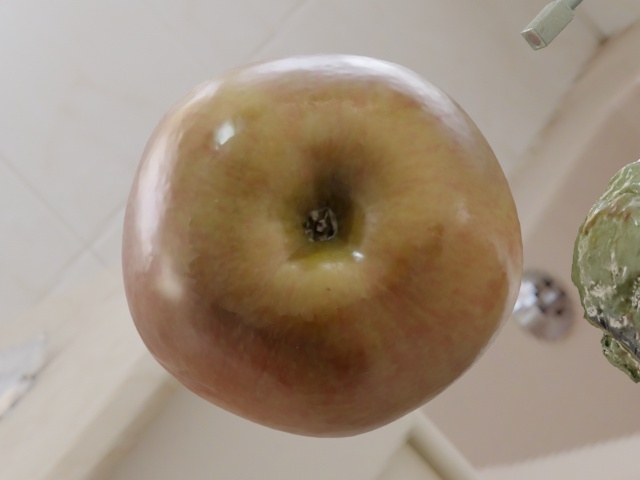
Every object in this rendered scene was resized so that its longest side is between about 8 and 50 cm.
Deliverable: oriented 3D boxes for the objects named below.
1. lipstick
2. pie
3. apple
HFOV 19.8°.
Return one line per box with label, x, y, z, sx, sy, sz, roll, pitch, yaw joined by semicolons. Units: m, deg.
lipstick;0.299;-0.286;2.250;0.129;0.030;0.030;-47;15;-23
pie;0.294;0.035;1.398;0.248;0.090;0.201;31;98;42
apple;0.000;0.000;1.769;0.391;0.391;0.346;-44;-12;-8
